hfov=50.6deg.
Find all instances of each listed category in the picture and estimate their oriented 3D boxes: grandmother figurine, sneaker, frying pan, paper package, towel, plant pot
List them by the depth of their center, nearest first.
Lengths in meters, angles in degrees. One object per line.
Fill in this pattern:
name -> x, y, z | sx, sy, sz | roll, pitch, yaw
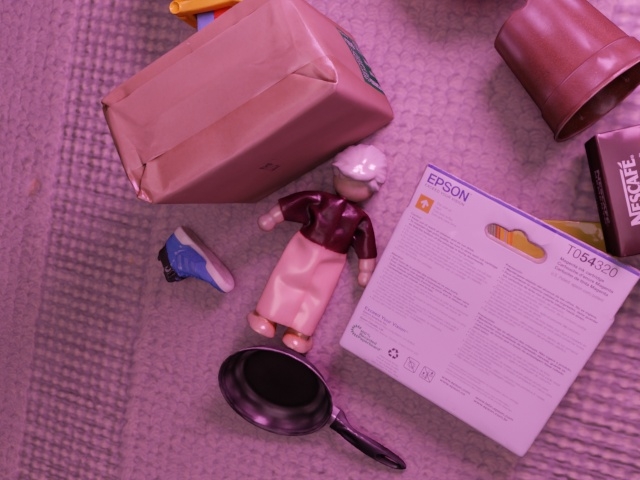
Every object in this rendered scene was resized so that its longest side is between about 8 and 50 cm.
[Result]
plant pot -> 0.337, -0.250, 0.929 | 0.167, 0.167, 0.165 | -41, 73, 16
paper package -> -0.084, -0.187, 0.976 | 0.309, 0.325, 0.168 | -28, 84, 18
towel -> 0.319, 0.018, 1.018 | 0.237, 0.021, 0.102 | 3, 99, 17
grandmother figurine -> 0.000, 0.000, 1.082 | 0.207, 0.104, 0.343 | 26, 98, -18
frying pan -> -0.009, 0.254, 1.094 | 0.326, 0.053, 0.197 | 10, 126, 11
sneaker -> -0.220, 0.054, 1.172 | 0.152, 0.058, 0.084 | 45, 99, 15

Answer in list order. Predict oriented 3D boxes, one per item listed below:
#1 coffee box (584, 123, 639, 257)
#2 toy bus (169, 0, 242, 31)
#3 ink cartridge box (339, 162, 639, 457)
coffee box -> 0.518, -0.087, 0.883 | 0.297, 0.119, 0.168 | -12, 89, 14
toy bus -> -0.130, -0.397, 1.065 | 0.220, 0.149, 0.212 | -6, 86, 17
ink cartridge box -> 0.234, 0.100, 0.999 | 0.324, 0.071, 0.330 | 31, 111, 15
